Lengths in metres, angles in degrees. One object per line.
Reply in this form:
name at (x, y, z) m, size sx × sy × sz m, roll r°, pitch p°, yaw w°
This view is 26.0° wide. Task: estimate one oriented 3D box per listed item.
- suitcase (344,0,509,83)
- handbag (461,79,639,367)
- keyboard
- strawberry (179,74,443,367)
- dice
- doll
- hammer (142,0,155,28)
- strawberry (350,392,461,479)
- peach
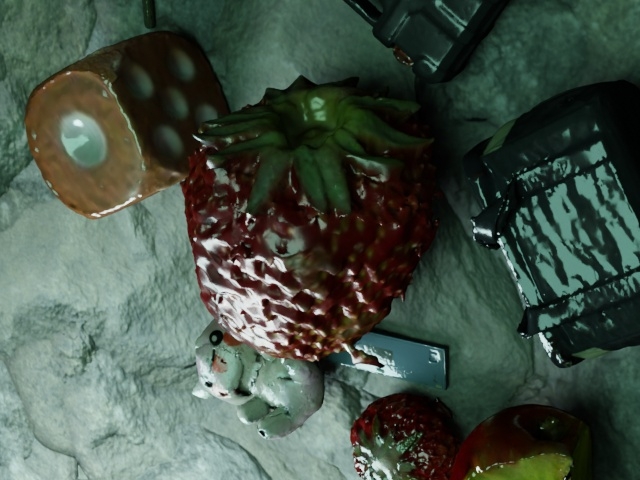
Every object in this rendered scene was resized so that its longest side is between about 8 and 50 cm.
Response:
suitcase at (0.078, -0.321, 1.420) m, size 0.285 × 0.066 × 0.206 m, roll 44°, pitch 126°, yaw 13°
handbag at (0.260, -0.016, 1.340) m, size 0.181 × 0.181 × 0.254 m, roll -24°, pitch 92°, yaw 31°
keyboard at (0.071, 0.132, 1.630) m, size 0.176 × 0.014 × 0.055 m, roll 11°, pitch 114°, yaw 32°
strawberry at (0.001, 0.001, 1.493) m, size 0.292 × 0.292 × 0.343 m, roll 16°, pitch 134°, yaw 30°
dice at (-0.227, -0.138, 1.637) m, size 0.174 × 0.179 × 0.175 m, roll -22°, pitch 98°, yaw 38°
doll at (-0.078, 0.152, 1.692) m, size 0.192 × 0.095 × 0.149 m, roll 27°, pitch 115°, yaw 27°
hammer at (-0.215, -0.389, 1.616) m, size 0.029 × 0.058 × 0.292 m, roll 16°, pitch 121°, yaw 36°
strawberry at (0.095, 0.250, 1.614) m, size 0.145 × 0.086 × 0.145 m, roll 12°, pitch 112°, yaw 30°
peach at (0.224, 0.299, 1.499) m, size 0.158 × 0.154 × 0.267 m, roll 1°, pitch 118°, yaw 25°
